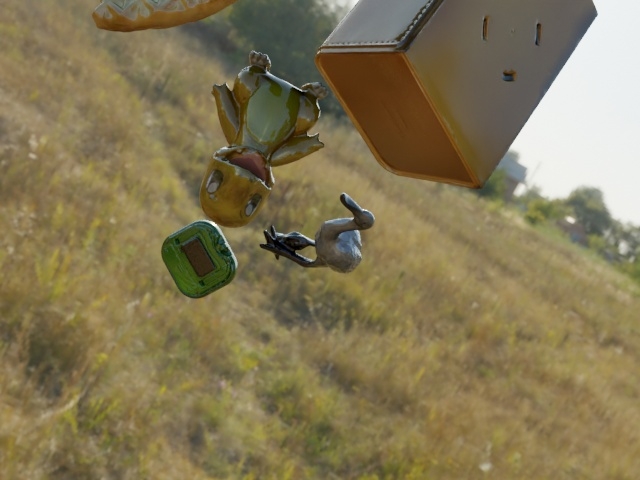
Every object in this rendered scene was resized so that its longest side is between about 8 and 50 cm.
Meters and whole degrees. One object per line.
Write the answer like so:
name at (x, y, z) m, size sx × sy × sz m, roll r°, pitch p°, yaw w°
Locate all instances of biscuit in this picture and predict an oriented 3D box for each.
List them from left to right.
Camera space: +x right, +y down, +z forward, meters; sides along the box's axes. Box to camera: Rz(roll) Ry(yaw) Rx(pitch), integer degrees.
biscuit at (-0.164, -0.386, 1.253) m, size 0.204 × 0.309 × 0.040 m, roll 9°, pitch -37°, yaw 18°

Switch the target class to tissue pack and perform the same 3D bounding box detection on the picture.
tissue pack at (0.148, -0.224, 0.993) m, size 0.145 × 0.275 × 0.194 m, roll 13°, pitch -31°, yaw 44°

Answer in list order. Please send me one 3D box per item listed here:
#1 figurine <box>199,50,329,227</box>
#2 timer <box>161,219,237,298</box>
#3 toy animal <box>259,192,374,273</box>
figurine at (-0.072, -0.083, 0.901) m, size 0.121 × 0.176 × 0.122 m, roll 29°, pitch -35°, yaw -12°
timer at (-0.236, 0.037, 1.804) m, size 0.140 × 0.128 × 0.047 m, roll 62°, pitch 10°, yaw -3°
toy animal at (0.025, 0.004, 1.733) m, size 0.195 × 0.091 × 0.324 m, roll 21°, pitch -23°, yaw -29°
